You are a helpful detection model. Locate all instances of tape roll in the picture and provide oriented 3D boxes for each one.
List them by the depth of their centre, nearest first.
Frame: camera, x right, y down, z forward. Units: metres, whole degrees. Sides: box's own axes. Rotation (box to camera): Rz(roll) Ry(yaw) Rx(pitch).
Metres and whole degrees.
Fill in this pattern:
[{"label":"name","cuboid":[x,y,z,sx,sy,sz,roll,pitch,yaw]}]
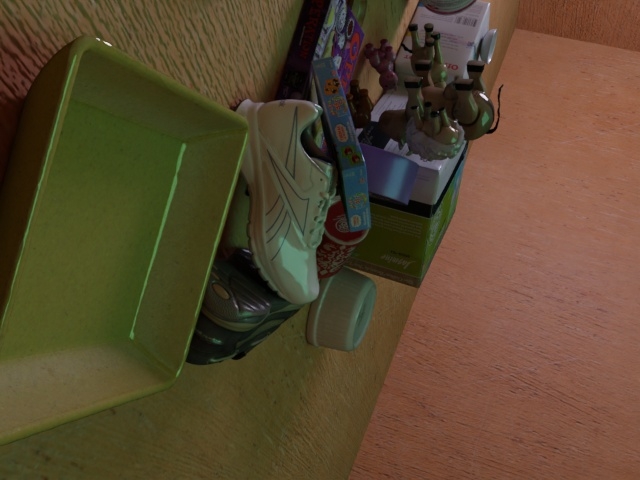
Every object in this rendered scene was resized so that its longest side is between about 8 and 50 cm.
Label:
[{"label":"tape roll","cuboid":[0.084,-0.129,1.279,0.189,0.189,0.080,11,97,-73]}]

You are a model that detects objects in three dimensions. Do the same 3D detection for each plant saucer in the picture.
[{"label":"plant saucer","cuboid":[-0.207,0.000,0.667,0.333,0.081,0.332,8,99,-73]},{"label":"plant saucer","cuboid":[0.064,-0.418,1.234,0.083,0.015,0.083,17,90,-73]}]

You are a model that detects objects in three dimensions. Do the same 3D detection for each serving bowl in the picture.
[{"label":"serving bowl","cuboid":[0.405,-0.473,1.649,0.083,0.027,0.083,17,90,-73]}]

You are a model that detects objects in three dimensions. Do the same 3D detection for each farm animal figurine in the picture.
[{"label":"farm animal figurine","cuboid":[0.201,-0.266,1.317,0.330,0.327,0.172,-42,136,-29]}]

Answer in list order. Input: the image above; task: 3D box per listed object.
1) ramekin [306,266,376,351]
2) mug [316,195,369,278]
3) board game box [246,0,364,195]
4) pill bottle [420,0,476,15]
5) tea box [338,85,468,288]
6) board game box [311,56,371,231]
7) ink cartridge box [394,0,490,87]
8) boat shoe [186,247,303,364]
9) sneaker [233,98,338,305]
[{"label":"ramekin","cuboid":[0.056,0.166,1.617,0.207,0.109,0.207,18,90,-73]},{"label":"mug","cuboid":[0.009,0.005,1.208,0.150,0.113,0.169,-50,-179,-25]},{"label":"board game box","cuboid":[-0.017,-0.219,1.121,0.208,0.056,0.346,15,92,-78]},{"label":"pill bottle","cuboid":[0.261,-0.603,1.427,0.283,0.160,0.160,16,90,-73]},{"label":"tea box","cuboid":[0.194,-0.130,1.575,0.329,0.220,0.323,-55,156,-46]},{"label":"board game box","cuboid":[0.032,-0.143,1.020,0.160,0.039,0.211,78,0,-58]},{"label":"ink cartridge box","cuboid":[0.301,-0.458,1.681,0.168,0.171,0.232,70,41,-64]},{"label":"boat shoe","cuboid":[-0.124,0.098,0.999,0.130,0.132,0.355,-49,168,9]},{"label":"sneaker","cuboid":[-0.036,-0.051,0.933,0.111,0.129,0.297,-52,133,-69]}]
